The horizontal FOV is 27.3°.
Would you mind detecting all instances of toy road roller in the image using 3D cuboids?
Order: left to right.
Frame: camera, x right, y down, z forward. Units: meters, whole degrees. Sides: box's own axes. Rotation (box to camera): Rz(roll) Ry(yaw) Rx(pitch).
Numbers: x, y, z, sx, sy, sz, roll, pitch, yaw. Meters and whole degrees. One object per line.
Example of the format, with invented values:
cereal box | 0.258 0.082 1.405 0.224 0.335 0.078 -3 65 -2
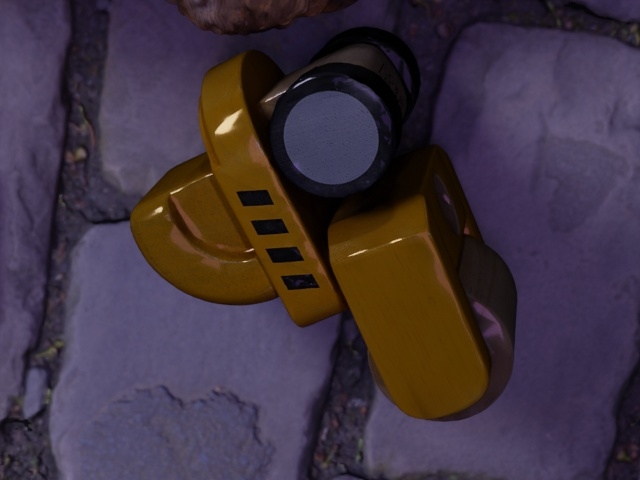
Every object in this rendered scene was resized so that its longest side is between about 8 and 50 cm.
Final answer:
toy road roller | 0.000 0.000 1.076 0.240 0.202 0.329 -23 104 17

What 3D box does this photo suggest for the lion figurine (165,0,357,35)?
lion figurine | 0.082 -0.254 1.021 0.392 0.142 0.240 7 116 -10
